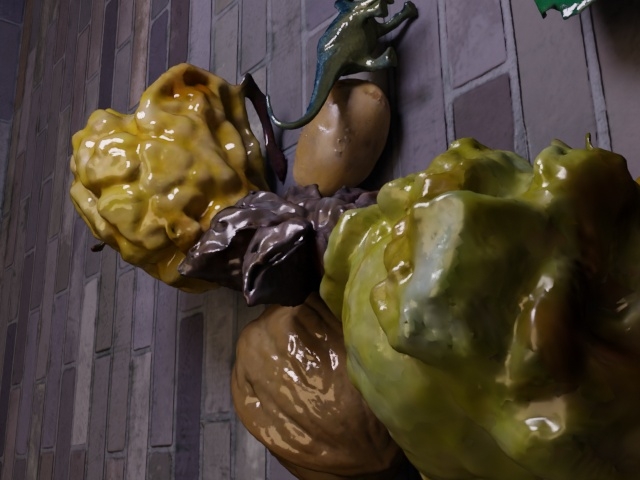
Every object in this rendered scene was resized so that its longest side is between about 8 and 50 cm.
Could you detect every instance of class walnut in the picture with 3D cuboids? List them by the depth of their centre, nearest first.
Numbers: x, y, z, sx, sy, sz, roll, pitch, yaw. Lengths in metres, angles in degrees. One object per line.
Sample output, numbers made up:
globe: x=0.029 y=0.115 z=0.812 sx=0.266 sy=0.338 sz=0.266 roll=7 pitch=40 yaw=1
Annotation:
walnut: x=0.010 y=0.177 z=0.872 sx=0.261 sy=0.225 sz=0.225 roll=47 pitch=117 yaw=50

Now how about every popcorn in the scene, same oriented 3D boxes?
popcorn: x=0.159 y=0.068 z=0.610 sx=0.312 sy=0.312 sz=0.312 roll=-18 pitch=66 yaw=48
popcorn: x=-0.211 y=-0.098 z=1.175 sx=0.382 sy=0.349 sz=0.349 roll=-49 pitch=39 yaw=-5

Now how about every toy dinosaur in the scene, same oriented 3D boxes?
toy dinosaur: x=0.043 y=-0.271 z=1.002 sx=0.147 sy=0.076 sz=0.363 roll=-16 pitch=38 yaw=32

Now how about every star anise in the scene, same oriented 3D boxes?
star anise: x=0.002 y=0.000 z=0.862 sx=0.331 sy=0.331 sz=0.118 roll=31 pitch=127 yaw=51

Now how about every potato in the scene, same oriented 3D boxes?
potato: x=0.031 y=-0.139 z=1.020 sx=0.178 sy=0.109 sz=0.118 roll=-65 pitch=25 yaw=16

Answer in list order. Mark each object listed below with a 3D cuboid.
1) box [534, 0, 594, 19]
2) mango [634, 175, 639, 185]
box: x=0.335 y=-0.380 z=0.701 sx=0.336 sy=0.106 sz=0.264 roll=-36 pitch=54 yaw=40
mango: x=0.348 y=0.024 z=0.561 sx=0.317 sy=0.119 sz=0.177 roll=-135 pitch=53 yaw=-59
